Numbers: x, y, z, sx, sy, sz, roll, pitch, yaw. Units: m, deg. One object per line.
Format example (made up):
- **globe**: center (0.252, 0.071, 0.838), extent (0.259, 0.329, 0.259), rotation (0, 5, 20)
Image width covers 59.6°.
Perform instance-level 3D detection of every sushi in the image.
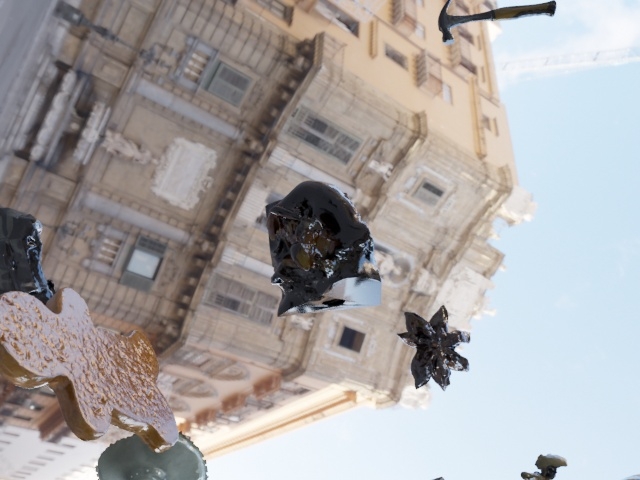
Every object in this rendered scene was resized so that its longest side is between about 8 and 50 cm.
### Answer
- **sushi**: center (0.000, -0.001, 1.129), extent (0.212, 0.216, 0.227), rotation (87, -3, -49)

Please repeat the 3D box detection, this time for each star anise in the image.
- **star anise**: center (0.295, 0.262, 1.386), extent (0.073, 0.197, 0.212), rotation (126, -52, -63)

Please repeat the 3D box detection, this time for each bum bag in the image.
- **bum bag**: center (-0.474, 0.108, 0.899), extent (0.095, 0.144, 0.340), rotation (-66, 152, -61)

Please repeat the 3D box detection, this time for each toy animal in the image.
- **toy animal**: center (0.477, 0.547, 1.163), extent (0.094, 0.186, 0.214), rotation (-45, -138, 31)

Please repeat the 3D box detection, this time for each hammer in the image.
- **hammer**: center (0.294, -0.380, 0.935), extent (0.021, 0.201, 0.078), rotation (94, -13, -81)

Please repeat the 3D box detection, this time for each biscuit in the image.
- **biscuit**: center (-0.233, 0.124, 0.549), extent (0.036, 0.250, 0.165), rotation (-32, -123, 3)

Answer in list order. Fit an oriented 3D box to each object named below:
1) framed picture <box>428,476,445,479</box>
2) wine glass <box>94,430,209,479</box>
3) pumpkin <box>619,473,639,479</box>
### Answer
- **framed picture**: center (0.139, 0.505, 0.882), extent (0.315, 0.232, 0.024), rotation (-37, 180, 36)
- **wine glass**: center (-0.201, 0.340, 0.555), extent (0.143, 0.144, 0.321), rotation (-57, -166, 16)
- **pumpkin**: center (0.585, 0.574, 0.940), extent (0.193, 0.320, 0.320), rotation (-19, -136, 13)
